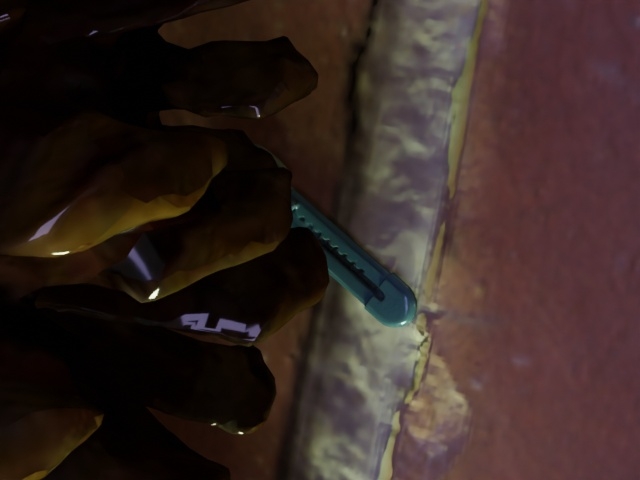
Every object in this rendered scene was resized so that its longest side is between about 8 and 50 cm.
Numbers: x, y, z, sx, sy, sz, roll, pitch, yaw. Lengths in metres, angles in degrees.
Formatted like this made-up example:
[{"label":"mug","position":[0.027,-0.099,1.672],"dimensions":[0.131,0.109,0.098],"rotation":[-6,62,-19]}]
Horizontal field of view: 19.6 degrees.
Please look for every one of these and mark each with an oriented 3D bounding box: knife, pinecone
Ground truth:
[{"label":"knife","position":[0.000,0.000,0.719],"dimensions":[0.096,0.010,0.027],"rotation":[41,110,16]},{"label":"pinecone","position":[-0.164,0.026,0.625],"dimensions":[0.384,0.384,0.384],"rotation":[2,95,25]}]
